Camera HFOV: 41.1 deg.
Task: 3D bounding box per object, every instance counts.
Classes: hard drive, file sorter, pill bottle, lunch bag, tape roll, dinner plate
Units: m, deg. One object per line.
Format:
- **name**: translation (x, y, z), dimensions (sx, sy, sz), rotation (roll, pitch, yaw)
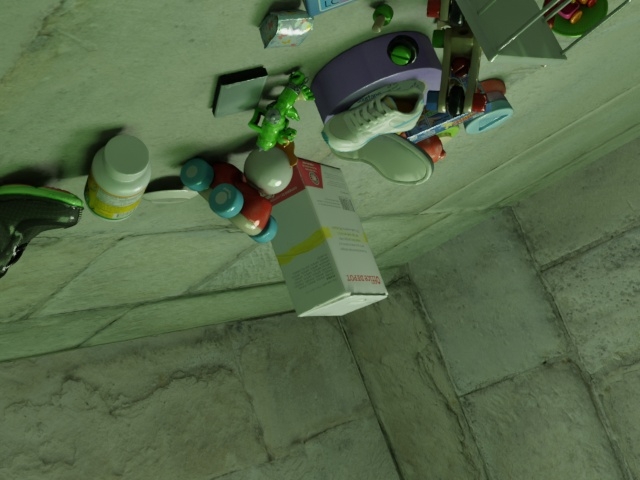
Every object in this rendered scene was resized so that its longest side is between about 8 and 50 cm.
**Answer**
- **hard drive**: translation (-0.159, -0.288, 1.665), dimensions (0.094, 0.022, 0.135), rotation (-16, 166, -18)
- **file sorter**: translation (0.308, -0.429, 1.283), dimensions (0.192, 0.278, 0.173), rotation (-8, 158, -43)
- **pill bottle**: translation (-0.407, -0.127, 1.719), dimensions (0.117, 0.118, 0.208), rotation (-14, 166, -27)
- **lunch bag**: translation (-0.057, -0.365, 1.453), dimensions (0.071, 0.053, 0.083), rotation (-12, 174, -25)
- **tape roll**: translation (0.121, -0.326, 1.799), dimensions (0.274, 0.090, 0.275), rotation (-20, 166, -5)
- **dinner plate**: translation (-0.358, -0.102, 2.025), dimensions (0.141, 0.017, 0.141), rotation (-4, 176, 0)

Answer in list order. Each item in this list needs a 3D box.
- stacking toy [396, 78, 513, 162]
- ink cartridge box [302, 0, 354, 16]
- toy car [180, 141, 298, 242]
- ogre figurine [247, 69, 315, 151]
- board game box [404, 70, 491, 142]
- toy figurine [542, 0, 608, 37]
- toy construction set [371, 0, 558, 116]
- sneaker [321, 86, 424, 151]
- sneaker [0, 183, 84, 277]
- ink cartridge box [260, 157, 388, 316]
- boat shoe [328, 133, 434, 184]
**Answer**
- **stacking toy**: translation (0.368, -0.283, 2.253), dimensions (0.308, 0.130, 0.279), rotation (-24, 166, 13)
- **ink cartridge box**: translation (0.067, -0.467, 1.041), dimensions (0.269, 0.151, 0.395), rotation (-21, 165, 0)
- **toy car**: translation (-0.155, -0.152, 1.972), dimensions (0.238, 0.210, 0.219), rotation (-49, 150, 0)
- **ogre figurine**: translation (-0.083, -0.252, 1.739), dimensions (0.118, 0.097, 0.197), rotation (-55, -162, -26)
- **board game box**: translation (0.272, -0.317, 1.952), dimensions (0.201, 0.136, 0.035), rotation (-22, 152, 8)
- **toy figurine**: translation (0.512, -0.509, 1.665), dimensions (0.173, 0.130, 0.159), rotation (-43, 156, -1)
- **toy construction set**: translation (0.301, -0.403, 1.585), dimensions (0.308, 0.257, 0.237), rotation (-11, -141, 33)
- **sneaker**: translation (0.105, -0.251, 1.718), dimensions (0.228, 0.087, 0.092), rotation (-23, 162, -23)
- **sneaker**: translation (-0.684, 0.030, 1.738), dimensions (0.482, 0.202, 0.185), rotation (-23, 167, 10)
- **ink cartridge box**: translation (0.000, 0.000, 2.256), dimensions (0.160, 0.385, 0.279), rotation (-26, 165, 23)
- **boat shoe**: translation (0.154, -0.214, 1.975), dimensions (0.099, 0.116, 0.319), rotation (-22, -149, -36)
